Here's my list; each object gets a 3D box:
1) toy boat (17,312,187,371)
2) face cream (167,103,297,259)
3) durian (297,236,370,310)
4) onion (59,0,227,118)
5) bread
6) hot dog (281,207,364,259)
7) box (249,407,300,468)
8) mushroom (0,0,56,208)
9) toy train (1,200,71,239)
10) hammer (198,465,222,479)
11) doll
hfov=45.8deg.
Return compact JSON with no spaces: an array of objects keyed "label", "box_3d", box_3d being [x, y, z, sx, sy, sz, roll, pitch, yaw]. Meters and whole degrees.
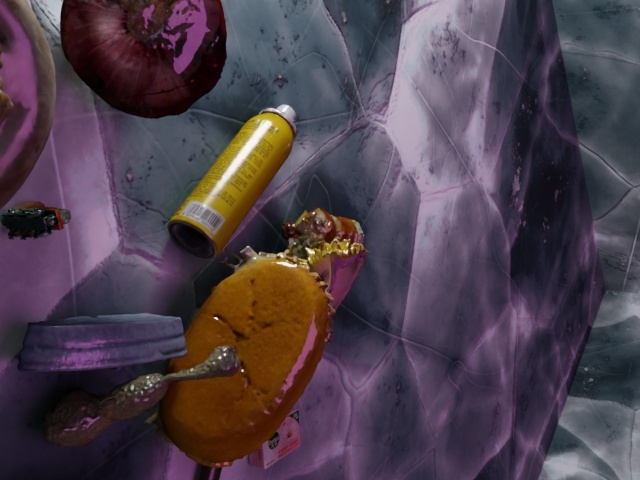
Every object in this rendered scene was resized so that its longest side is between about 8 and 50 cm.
[{"label":"toy boat","box_3d":[-0.330,0.157,1.149,0.283,0.127,0.078,4,90,-55]},{"label":"face cream","box_3d":[-0.143,-0.125,1.389,0.348,0.105,0.105,-59,138,-31]},{"label":"durian","box_3d":[-0.019,0.103,1.531,0.191,0.112,0.341,-41,162,-54]},{"label":"onion","box_3d":[-0.257,-0.312,1.127,0.219,0.252,0.252,-123,-148,-73]},{"label":"bread","box_3d":[-0.124,0.198,1.313,0.183,0.236,0.388,117,-1,-83]},{"label":"hot dog","box_3d":[0.000,0.000,1.621,0.213,0.103,0.146,26,95,-43]},{"label":"box","box_3d":[-0.097,0.412,1.589,0.125,0.043,0.089,-20,111,-52]},{"label":"mushroom","box_3d":[-0.438,-0.169,0.803,0.362,0.295,0.362,-9,101,-55]},{"label":"toy train","box_3d":[-0.394,-0.030,1.054,0.064,0.103,0.044,-33,120,-53]},{"label":"hammer","box_3d":[-0.198,0.377,1.446,0.168,0.044,0.439,27,74,-51]},{"label":"doll","box_3d":[-0.274,0.230,1.130,0.203,0.286,0.091,-22,91,-65]}]
